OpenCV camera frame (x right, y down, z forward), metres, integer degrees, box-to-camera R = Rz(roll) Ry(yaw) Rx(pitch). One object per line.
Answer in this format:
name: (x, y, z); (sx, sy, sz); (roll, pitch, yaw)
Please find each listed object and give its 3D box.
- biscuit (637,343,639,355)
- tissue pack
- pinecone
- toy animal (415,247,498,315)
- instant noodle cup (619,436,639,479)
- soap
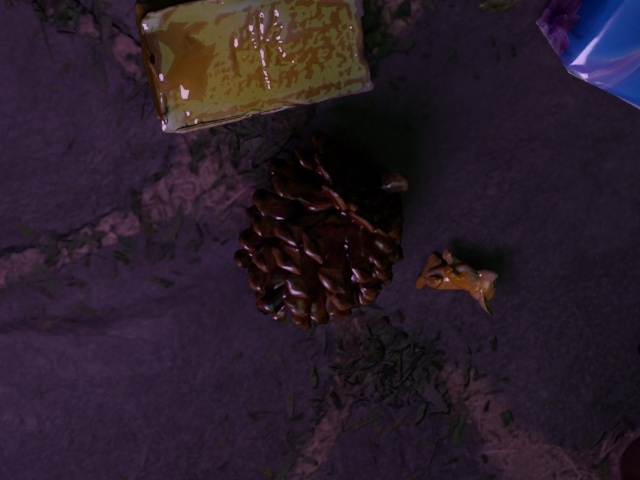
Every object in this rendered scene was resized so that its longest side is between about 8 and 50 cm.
biscuit: (0.484, 0.186, 1.909); (0.151, 0.235, 0.063); (-16, 155, -22)
tissue pack: (0.389, -0.270, 1.718); (0.198, 0.146, 0.263); (24, 115, -22)
pinecone: (0.001, 0.002, 1.713); (0.185, 0.168, 0.212); (-2, 122, -59)
toy animal: (0.159, 0.050, 1.840); (0.083, 0.060, 0.081); (33, 121, -26)
instant noodle cup: (0.465, 0.357, 1.950); (0.234, 0.235, 0.178); (-5, 118, -14)
soap: (-0.067, -0.202, 1.678); (0.233, 0.076, 0.135); (-15, 113, -12)
